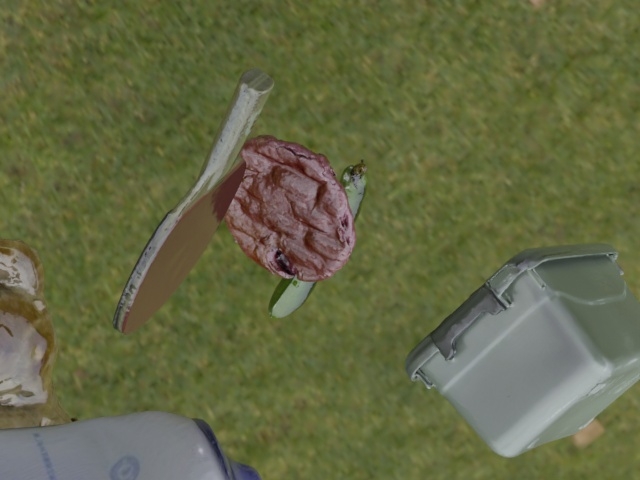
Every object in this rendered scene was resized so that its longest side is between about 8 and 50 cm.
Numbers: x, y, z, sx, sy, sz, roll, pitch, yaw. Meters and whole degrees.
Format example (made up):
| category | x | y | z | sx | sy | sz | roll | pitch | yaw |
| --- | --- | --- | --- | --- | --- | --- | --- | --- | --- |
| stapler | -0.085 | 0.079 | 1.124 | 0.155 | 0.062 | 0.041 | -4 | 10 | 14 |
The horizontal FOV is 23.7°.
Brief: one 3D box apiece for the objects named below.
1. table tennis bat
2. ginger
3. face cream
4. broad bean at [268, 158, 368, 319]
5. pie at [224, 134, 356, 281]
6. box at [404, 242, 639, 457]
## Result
| category | x | y | z | sx | sy | sz | roll | pitch | yaw |
| --- | --- | --- | --- | --- | --- | --- | --- | --- | --- |
| table tennis bat | -0.089 | -0.026 | 1.103 | 0.138 | 0.022 | 0.246 | -47 | 170 | -51 |
| ginger | -0.367 | 0.178 | 1.661 | 0.256 | 0.176 | 0.375 | -3 | 97 | -25 |
| face cream | -0.239 | 0.227 | 1.203 | 0.420 | 0.235 | 0.137 | -2 | 129 | -29 |
| broad bean | 0.003 | -0.002 | 1.682 | 0.069 | 0.039 | 0.227 | -25 | 148 | -52 |
| pie | -0.029 | -0.029 | 1.432 | 0.038 | 0.153 | 0.154 | -44 | 149 | -48 |
| box | 0.149 | 0.073 | 0.988 | 0.124 | 0.093 | 0.172 | -46 | 160 | 24 |
